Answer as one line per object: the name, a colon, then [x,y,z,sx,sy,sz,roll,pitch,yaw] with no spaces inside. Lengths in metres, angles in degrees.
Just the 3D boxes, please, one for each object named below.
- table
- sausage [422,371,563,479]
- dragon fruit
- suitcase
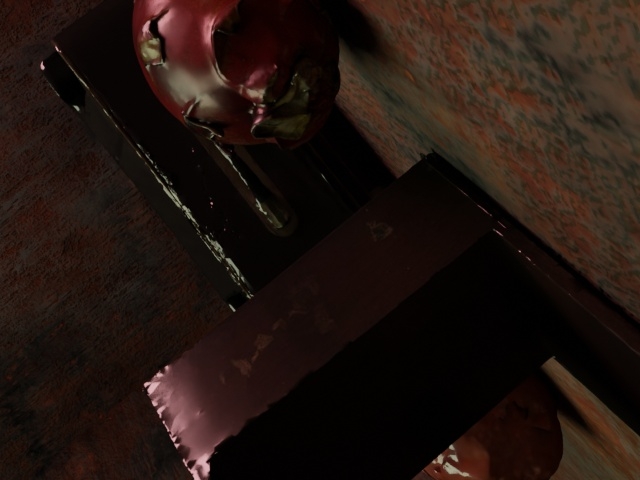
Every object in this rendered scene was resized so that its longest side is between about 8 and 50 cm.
table: [0.083,0.143,0.564,0.282,0.251,0.196,47,175,44]
sausage: [0.150,0.176,0.963,0.152,0.152,0.280,51,177,-14]
dragon fruit: [-0.065,-0.156,0.581,0.125,0.125,0.246,28,-145,-60]
suitcase: [-0.072,-0.060,0.894,0.434,0.194,0.283,51,174,-1]
